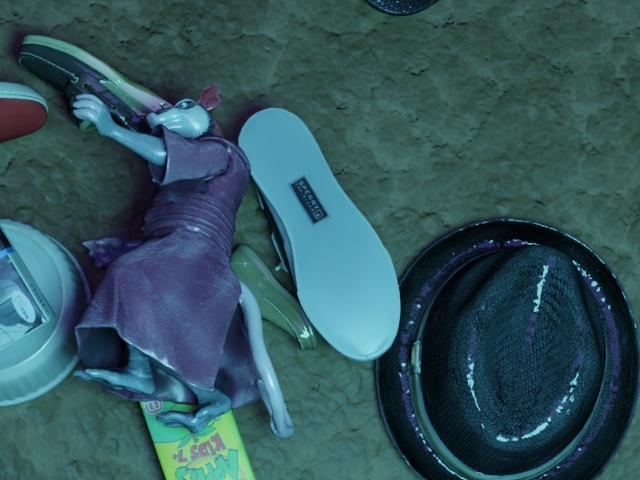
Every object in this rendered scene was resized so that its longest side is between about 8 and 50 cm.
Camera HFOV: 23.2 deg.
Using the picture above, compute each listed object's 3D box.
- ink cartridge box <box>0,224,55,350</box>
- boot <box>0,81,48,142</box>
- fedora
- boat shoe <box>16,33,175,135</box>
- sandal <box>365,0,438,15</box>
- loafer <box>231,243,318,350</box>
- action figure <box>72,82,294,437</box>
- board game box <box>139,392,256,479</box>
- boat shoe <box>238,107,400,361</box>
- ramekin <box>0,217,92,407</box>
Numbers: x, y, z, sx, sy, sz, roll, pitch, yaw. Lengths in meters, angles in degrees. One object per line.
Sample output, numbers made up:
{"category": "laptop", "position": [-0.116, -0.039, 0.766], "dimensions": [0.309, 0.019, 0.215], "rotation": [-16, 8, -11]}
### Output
{"category": "ink cartridge box", "position": [-0.454, 0.095, 1.585], "dimensions": [0.332, 0.065, 0.165], "rotation": [-32, 94, 0]}
{"category": "boot", "position": [-0.392, -0.077, 1.698], "dimensions": [0.244, 0.088, 0.176], "rotation": [-15, 58, -28]}
{"category": "fedora", "position": [0.217, 0.124, 1.700], "dimensions": [0.334, 0.152, 0.334], "rotation": [1, 76, -4]}
{"category": "boat shoe", "position": [-0.252, -0.156, 1.772], "dimensions": [0.223, 0.080, 0.073], "rotation": [28, 71, -2]}
{"category": "sandal", "position": [0.127, -0.309, 1.863], "dimensions": [0.179, 0.040, 0.067], "rotation": [-26, 85, -25]}
{"category": "loafer", "position": [-0.058, 0.071, 1.745], "dimensions": [0.050, 0.056, 0.148], "rotation": [-37, 72, -11]}
{"category": "action figure", "position": [-0.133, -0.005, 1.640], "dimensions": [0.275, 0.248, 0.370], "rotation": [10, 67, 5]}
{"category": "board game box", "position": [-0.127, 0.239, 1.702], "dimensions": [0.092, 0.043, 0.181], "rotation": [-19, 78, -9]}
{"category": "boat shoe", "position": [-0.004, 0.002, 1.740], "dimensions": [0.113, 0.105, 0.306], "rotation": [-30, 74, -7]}
{"category": "ramekin", "position": [-0.353, 0.072, 1.693], "dimensions": [0.207, 0.109, 0.207], "rotation": [1, 76, -4]}
